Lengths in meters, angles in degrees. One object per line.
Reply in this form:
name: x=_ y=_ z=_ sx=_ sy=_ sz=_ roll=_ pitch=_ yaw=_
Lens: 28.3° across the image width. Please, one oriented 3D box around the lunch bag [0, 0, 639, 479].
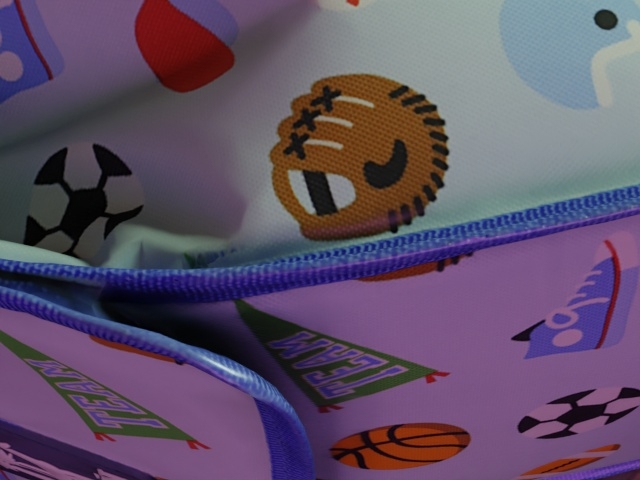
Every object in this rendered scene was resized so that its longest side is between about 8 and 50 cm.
lunch bag: x=0.000 y=0.000 z=0.513 sx=0.386 sy=0.238 sz=0.328 roll=-12 pitch=153 yaw=-5
